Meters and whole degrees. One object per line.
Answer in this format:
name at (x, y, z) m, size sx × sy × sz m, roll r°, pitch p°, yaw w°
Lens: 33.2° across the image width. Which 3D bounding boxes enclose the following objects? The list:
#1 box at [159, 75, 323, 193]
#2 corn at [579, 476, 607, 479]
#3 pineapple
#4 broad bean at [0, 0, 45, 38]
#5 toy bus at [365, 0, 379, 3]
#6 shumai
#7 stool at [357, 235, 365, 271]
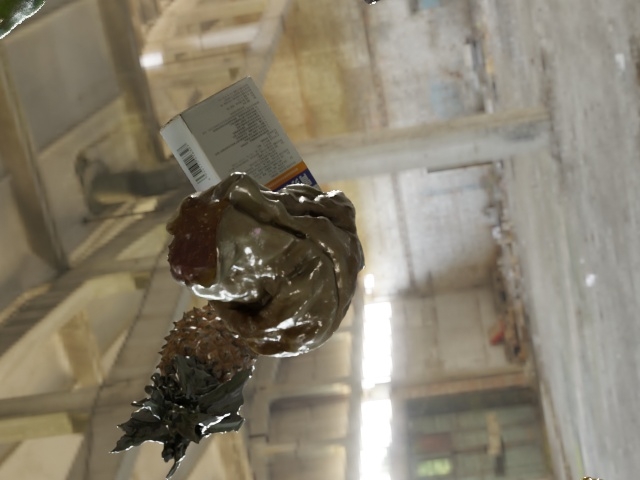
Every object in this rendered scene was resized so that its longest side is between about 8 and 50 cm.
box at (-0.154, -0.152, 2.158) m, size 0.200 × 0.106 × 0.299 m, roll -35°, pitch -84°, yaw -35°
corn at (0.477, 0.432, 1.515) m, size 0.291 × 0.101 × 0.101 m, roll 31°, pitch 151°, yaw 36°
pineapple at (-0.183, 0.223, 1.577) m, size 0.364 × 0.165 × 0.166 m, roll -76°, pitch -24°, yaw -69°
broad bean at (-0.403, -0.350, 1.485) m, size 0.060 × 0.297 × 0.043 m, roll 31°, pitch -154°, yaw -38°
toy bus at (0.179, -0.416, 1.307) m, size 0.143 × 0.305 × 0.179 m, roll 66°, pitch 160°, yaw -11°
shumai at (-0.053, -0.012, 1.092) m, size 0.185 × 0.183 × 0.218 m, roll 70°, pitch -153°, yaw -43°
stool at (0.000, 0.000, 1.934) m, size 0.217 × 0.121 × 0.125 m, roll 50°, pitch -155°, yaw -41°
